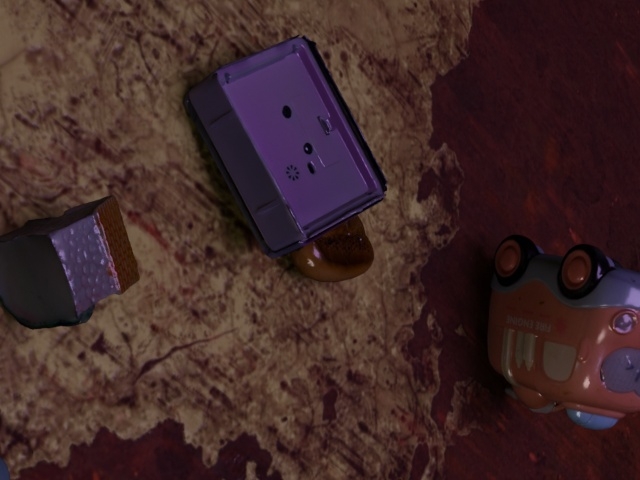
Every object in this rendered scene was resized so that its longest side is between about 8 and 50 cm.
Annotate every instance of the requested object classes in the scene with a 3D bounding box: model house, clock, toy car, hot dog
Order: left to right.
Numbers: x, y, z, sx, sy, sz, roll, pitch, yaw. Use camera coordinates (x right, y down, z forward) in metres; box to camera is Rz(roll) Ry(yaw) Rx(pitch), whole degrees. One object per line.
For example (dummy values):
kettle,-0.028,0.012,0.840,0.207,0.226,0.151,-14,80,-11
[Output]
model house,-0.219,0.019,1.233,0.100,0.101,0.087,-32,110,-48
clock,-0.034,-0.095,1.432,0.145,0.073,0.193,-29,92,-41
hot dog,0.000,0.002,1.520,0.140,0.060,0.089,-7,89,-55
toy car,0.321,0.117,1.724,0.181,0.270,0.212,14,88,-33

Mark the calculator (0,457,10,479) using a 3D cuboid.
calculator,-0.349,0.108,1.037,0.299,0.041,0.185,43,47,-5
